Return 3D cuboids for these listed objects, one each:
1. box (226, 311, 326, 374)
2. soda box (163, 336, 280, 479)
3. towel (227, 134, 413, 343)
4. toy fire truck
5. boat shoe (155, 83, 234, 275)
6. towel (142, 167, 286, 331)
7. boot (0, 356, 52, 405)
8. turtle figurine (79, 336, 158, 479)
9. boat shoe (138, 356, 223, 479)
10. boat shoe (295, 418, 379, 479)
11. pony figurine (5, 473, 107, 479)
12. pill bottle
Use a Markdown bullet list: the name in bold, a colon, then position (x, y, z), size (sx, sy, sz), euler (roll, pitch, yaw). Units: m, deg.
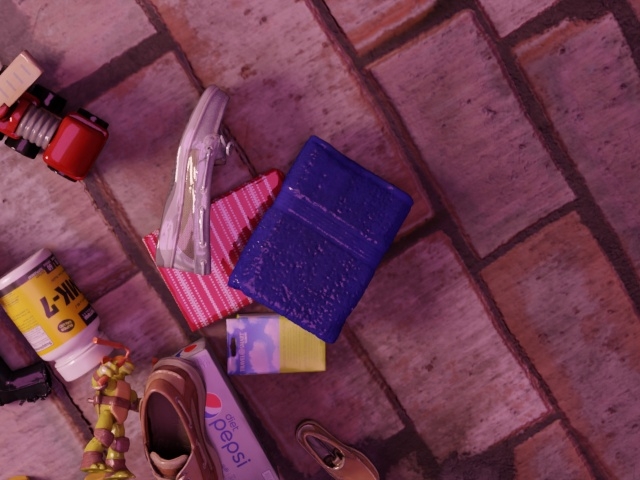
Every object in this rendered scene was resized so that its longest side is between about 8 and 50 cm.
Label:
- **box**: position (-0.080, 0.184, 1.799), size (0.178, 0.042, 0.109), euler (-2, 97, -9)
- **soda box**: position (-0.176, 0.320, 1.772), size (0.091, 0.098, 0.286), euler (-28, 100, -3)
- **towel**: position (0.000, 0.000, 1.750), size (0.228, 0.076, 0.308), euler (32, 78, -13)
- **toy fire truck**: position (-0.445, -0.200, 1.585), size (0.217, 0.246, 0.158), euler (30, 92, -12)
- **boat shoe**: position (-0.199, -0.102, 1.693), size (0.103, 0.118, 0.320), euler (14, 86, -6)
- **towel**: position (-0.149, 0.015, 1.773), size (0.275, 0.031, 0.198), euler (-28, 100, -5)
- **boot**: position (-0.524, 0.230, 1.730), size (0.099, 0.045, 0.121), euler (-13, 106, -5)
- **turtle figurine**: position (-0.345, 0.275, 1.645), size (0.087, 0.269, 0.217), euler (0, 67, 9)
- **boat shoe**: position (-0.244, 0.359, 1.672), size (0.123, 0.116, 0.324), euler (-5, 107, 16)
- **boat shoe**: position (0.033, 0.405, 1.831), size (0.190, 0.072, 0.068), euler (36, 90, -12)
- **pony figurine**: position (-0.384, 0.581, 1.710), size (0.351, 0.303, 0.363), euler (-10, 104, 24)
- **pill bottle**: position (-0.450, 0.127, 1.692), size (0.119, 0.119, 0.208), euler (-35, 102, -4)
